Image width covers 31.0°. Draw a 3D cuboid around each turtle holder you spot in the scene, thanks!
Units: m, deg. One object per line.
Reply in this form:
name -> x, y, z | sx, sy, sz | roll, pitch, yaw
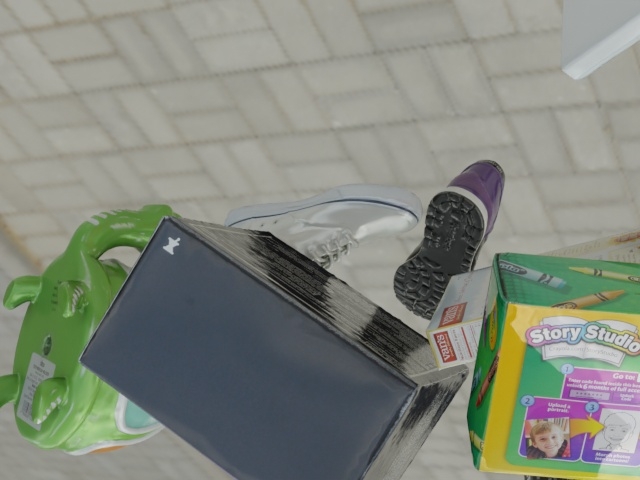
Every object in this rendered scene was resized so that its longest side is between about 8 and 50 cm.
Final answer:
turtle holder -> -0.287, 0.125, 1.530 | 0.227, 0.320, 0.243 | 16, 148, -34

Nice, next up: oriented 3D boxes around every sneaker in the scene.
sneaker -> 0.000, 0.000, 1.387 | 0.258, 0.091, 0.094 | -11, 146, 24
sneaker -> 0.196, 0.003, 1.626 | 0.107, 0.124, 0.283 | 34, 142, 10

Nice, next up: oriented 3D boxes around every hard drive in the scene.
hard drive -> 0.477, -0.397, 1.591 | 0.047, 0.233, 0.353 | 30, 140, -24

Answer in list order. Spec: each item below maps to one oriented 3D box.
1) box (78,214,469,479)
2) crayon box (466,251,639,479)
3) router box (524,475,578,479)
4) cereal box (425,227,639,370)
box -> -0.036, 0.129, 1.185 | 0.296, 0.182, 0.294 | 34, -174, 16
crayon box -> 0.267, 0.108, 0.921 | 0.278, 0.081, 0.165 | 5, 119, 0
router box -> 0.426, 0.451, 2.002 | 0.133, 0.179, 0.046 | 11, 129, -3
cereal box -> 0.230, 0.049, 1.099 | 0.240, 0.173, 0.047 | -16, 101, 20
